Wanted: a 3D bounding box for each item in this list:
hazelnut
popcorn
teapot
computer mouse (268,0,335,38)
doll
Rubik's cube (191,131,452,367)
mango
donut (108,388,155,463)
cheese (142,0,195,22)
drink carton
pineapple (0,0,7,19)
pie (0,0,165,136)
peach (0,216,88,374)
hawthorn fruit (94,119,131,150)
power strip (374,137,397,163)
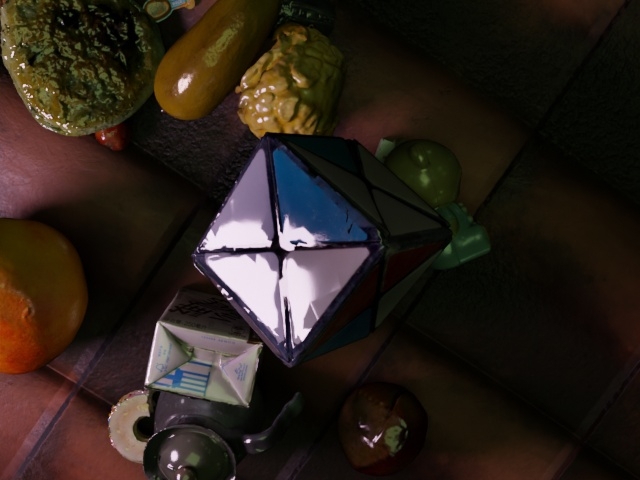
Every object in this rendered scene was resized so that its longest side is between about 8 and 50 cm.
[{"bbox_3d":[0.142,0.391,1.557,0.208,0.208,0.208,0,97,-3],"label":"hazelnut"},{"bbox_3d":[-0.048,-0.290,1.428,0.190,0.250,0.250,19,97,20],"label":"popcorn"},{"bbox_3d":[-0.198,0.394,1.454,0.306,0.285,0.223,9,109,2],"label":"teapot"},{"bbox_3d":[-0.066,-0.456,1.483,0.193,0.062,0.105,8,95,-3],"label":"computer mouse"},{"bbox_3d":[0.218,-0.081,1.489,0.162,0.177,0.260,-21,105,-1],"label":"doll"},{"bbox_3d":[0.000,0.000,1.342,0.310,0.305,0.307,45,118,21],"label":"Rubik's cube"},{"bbox_3d":[-0.194,-0.363,1.403,0.142,0.195,0.331,34,115,-21],"label":"mango"},{"bbox_3d":[-0.392,0.393,1.573,0.108,0.065,0.165,-7,98,1],"label":"donut"},{"bbox_3d":[-0.307,-0.471,1.491,0.111,0.017,0.047,-19,101,-1],"label":"cheese"},{"bbox_3d":[-0.209,0.194,1.427,0.194,0.324,0.131,14,96,-5],"label":"drink carton"},{"bbox_3d":[-0.695,-0.430,1.427,0.237,0.111,0.119,-36,124,3],"label":"pineapple"},{"bbox_3d":[-0.452,-0.365,1.429,0.323,0.070,0.322,1,88,-17],"label":"pie"},{"bbox_3d":[-0.590,0.110,1.424,0.289,0.289,0.307,-5,91,-3],"label":"peach"},{"bbox_3d":[-0.414,-0.219,1.491,0.077,0.077,0.077,0,97,-3],"label":"hawthorn fruit"},{"bbox_3d":[0.133,-0.170,1.554,0.040,0.016,0.090,18,95,-9],"label":"power strip"}]
